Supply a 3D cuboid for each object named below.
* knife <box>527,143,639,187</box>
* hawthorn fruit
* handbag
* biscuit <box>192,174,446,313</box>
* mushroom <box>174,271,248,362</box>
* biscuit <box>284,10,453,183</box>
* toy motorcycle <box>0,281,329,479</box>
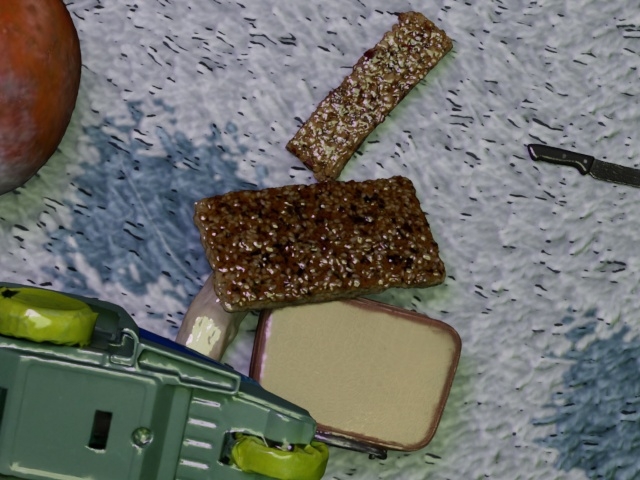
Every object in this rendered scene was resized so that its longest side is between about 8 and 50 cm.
[{"bbox_3d":[0.290,-0.071,1.674,0.170,0.010,0.023,13,81,-8],"label":"knife"},{"bbox_3d":[-0.336,-0.166,1.501,0.235,0.231,0.263,20,42,-28],"label":"hawthorn fruit"},{"bbox_3d":[0.026,0.127,1.581,0.193,0.072,0.151,17,81,-7],"label":"handbag"},{"bbox_3d":[0.000,0.000,1.572,0.231,0.025,0.131,-8,59,-22],"label":"biscuit"},{"bbox_3d":[-0.106,0.086,1.580,0.059,0.054,0.202,30,84,-4],"label":"mushroom"},{"bbox_3d":[0.048,-0.144,1.637,0.064,0.034,0.199,42,79,0],"label":"biscuit"},{"bbox_3d":[-0.159,0.154,1.462,0.327,0.200,0.191,11,97,-8],"label":"toy motorcycle"}]
